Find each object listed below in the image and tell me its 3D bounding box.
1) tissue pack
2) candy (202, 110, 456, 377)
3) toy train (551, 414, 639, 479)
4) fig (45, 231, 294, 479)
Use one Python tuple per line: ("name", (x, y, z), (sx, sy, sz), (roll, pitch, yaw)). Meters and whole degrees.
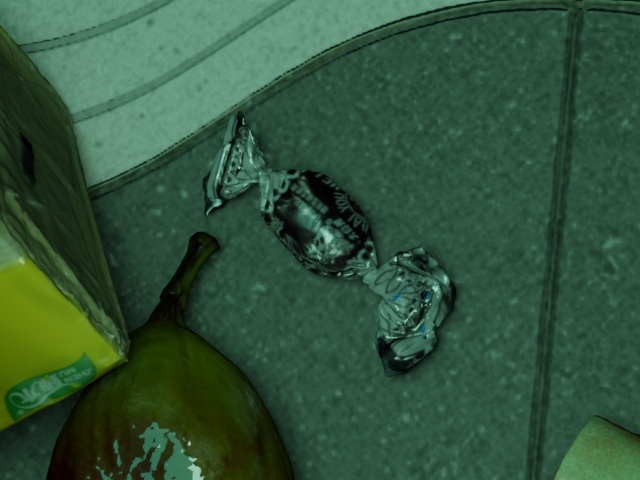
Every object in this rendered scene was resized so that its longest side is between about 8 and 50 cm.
("tissue pack", (-0.355, 0.026, 1.211), (0.382, 0.228, 0.293), (-28, 45, 7))
("candy", (0.000, 0.000, 1.242), (0.226, 0.051, 0.094), (44, 95, 19))
("toy train", (0.244, 0.227, 1.102), (0.285, 0.116, 0.177), (26, 74, 20))
("fig", (-0.099, 0.117, 1.210), (0.170, 0.145, 0.274), (-5, 64, 13))
